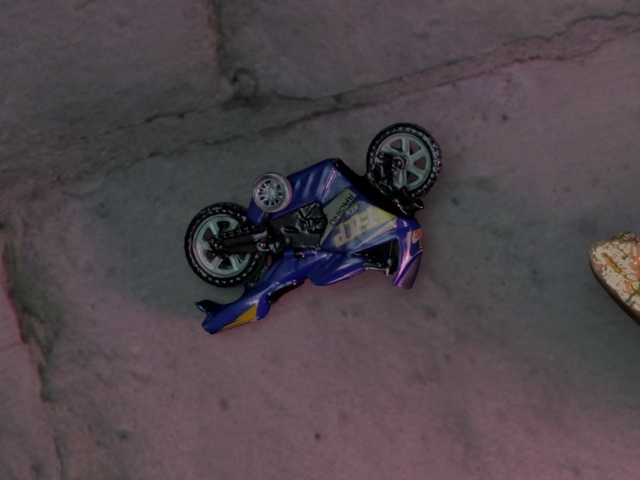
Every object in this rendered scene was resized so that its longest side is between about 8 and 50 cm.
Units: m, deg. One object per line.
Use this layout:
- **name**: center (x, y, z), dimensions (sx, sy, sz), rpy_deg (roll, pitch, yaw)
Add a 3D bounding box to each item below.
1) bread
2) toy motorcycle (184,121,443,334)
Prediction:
- **bread**: center (0.328, 0.053, 1.638), dimensions (0.139, 0.178, 0.060), rpy_deg (44, 94, 12)
- **toy motorcycle**: center (0.000, 0.000, 1.752), dimensions (0.315, 0.113, 0.169), rpy_deg (-24, 87, 17)
